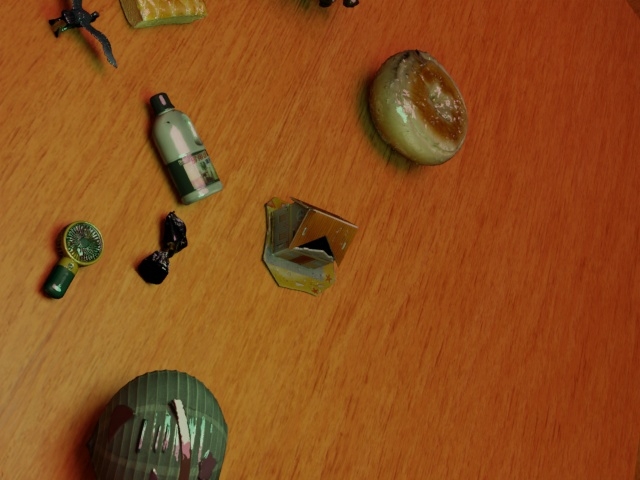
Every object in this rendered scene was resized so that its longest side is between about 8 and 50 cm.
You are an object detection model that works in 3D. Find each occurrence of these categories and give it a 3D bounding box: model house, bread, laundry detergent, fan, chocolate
[{"bbox_3d":[0.000,0.000,2.103,0.219,0.136,0.207,21,59,-39],"label":"model house"},{"bbox_3d":[-0.326,-0.507,2.005,0.188,0.068,0.125,-20,90,-47],"label":"bread"},{"bbox_3d":[0.239,-0.329,2.454,0.306,0.159,0.305,14,69,-41],"label":"bread"},{"bbox_3d":[-0.277,-0.186,1.938,0.099,0.070,0.225,-28,95,-39],"label":"laundry detergent"},{"bbox_3d":[-0.440,0.035,1.710,0.082,0.039,0.155,43,50,-27],"label":"fan"},{"bbox_3d":[-0.289,0.014,1.858,0.072,0.070,0.147,72,34,-42],"label":"chocolate"}]

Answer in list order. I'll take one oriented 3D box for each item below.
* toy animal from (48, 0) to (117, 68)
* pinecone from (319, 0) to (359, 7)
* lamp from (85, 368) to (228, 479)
[{"bbox_3d":[-0.456,-0.419,1.844,0.108,0.062,0.220,-28,90,-47],"label":"toy animal"},{"bbox_3d":[0.042,-0.721,2.281,0.384,0.384,0.384,18,63,-41],"label":"pinecone"},{"bbox_3d":[-0.274,0.349,1.634,0.233,0.233,0.265,9,85,-44],"label":"lamp"}]
